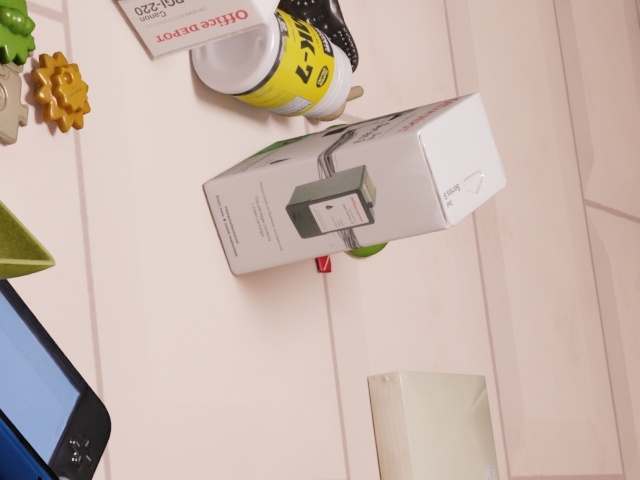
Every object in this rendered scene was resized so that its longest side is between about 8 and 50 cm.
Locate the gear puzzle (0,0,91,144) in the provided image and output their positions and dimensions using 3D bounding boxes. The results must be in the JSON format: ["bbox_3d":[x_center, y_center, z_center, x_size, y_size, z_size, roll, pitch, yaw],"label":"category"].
[{"bbox_3d":[-0.323,-0.187,1.669,0.339,0.044,0.175,34,50,-52],"label":"gear puzzle"}]

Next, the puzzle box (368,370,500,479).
[{"bbox_3d":[0.172,0.381,2.331,0.272,0.052,0.408,12,69,-60],"label":"puzzle box"}]

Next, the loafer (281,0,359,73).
[{"bbox_3d":[-0.016,-0.313,2.267,0.078,0.080,0.220,-145,-143,-82],"label":"loafer"}]

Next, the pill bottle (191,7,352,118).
[{"bbox_3d":[-0.053,-0.216,2.096,0.208,0.119,0.119,15,66,-59],"label":"pill bottle"}]

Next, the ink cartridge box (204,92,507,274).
[{"bbox_3d":[0.045,-0.069,2.034,0.211,0.289,0.121,-36,111,-60],"label":"ink cartridge box"}]

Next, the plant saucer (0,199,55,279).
[{"bbox_3d":[-0.348,-0.026,1.483,0.188,0.045,0.188,44,19,24],"label":"plant saucer"}]

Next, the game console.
[{"bbox_3d":[-0.245,0.148,1.539,0.293,0.173,0.250,58,34,-32],"label":"game console"}]

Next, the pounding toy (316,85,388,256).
[{"bbox_3d":[0.078,-0.102,2.296,0.183,0.110,0.236,-12,90,-62],"label":"pounding toy"}]

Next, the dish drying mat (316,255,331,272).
[{"bbox_3d":[0.000,0.000,2.220,0.032,0.008,0.083,2,77,-60],"label":"dish drying mat"}]

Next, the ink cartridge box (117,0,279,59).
[{"bbox_3d":[-0.161,-0.322,1.900,0.218,0.159,0.092,56,33,-33],"label":"ink cartridge box"}]
